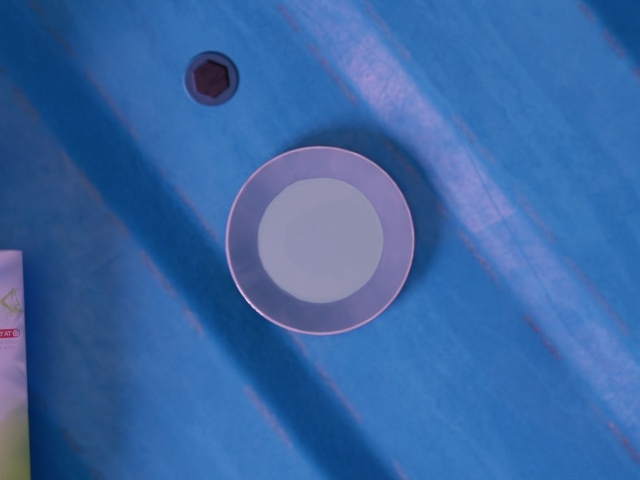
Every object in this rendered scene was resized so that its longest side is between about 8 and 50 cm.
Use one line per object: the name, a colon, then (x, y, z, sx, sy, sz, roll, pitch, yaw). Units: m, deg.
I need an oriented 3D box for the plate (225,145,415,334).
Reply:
plate: (0.000, 0.000, 1.733, 0.188, 0.024, 0.188, 0, 88, 1)

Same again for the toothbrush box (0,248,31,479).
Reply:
toothbrush box: (-0.389, 0.153, 1.643, 0.206, 0.122, 0.283, -1, 86, -28)
